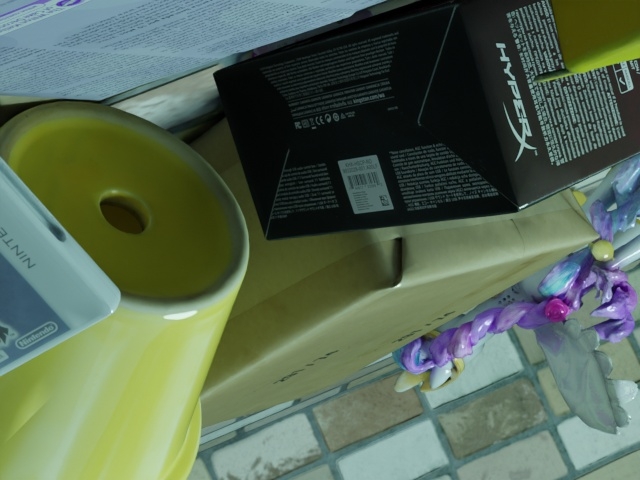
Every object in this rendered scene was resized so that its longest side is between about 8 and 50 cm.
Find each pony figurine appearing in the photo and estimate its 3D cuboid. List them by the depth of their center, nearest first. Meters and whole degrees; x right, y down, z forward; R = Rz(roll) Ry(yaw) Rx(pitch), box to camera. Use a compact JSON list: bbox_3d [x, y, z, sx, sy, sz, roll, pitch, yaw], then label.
[{"bbox_3d":[0.254,0.047,1.756,0.363,0.303,0.351,-37,180,-15],"label":"pony figurine"}]

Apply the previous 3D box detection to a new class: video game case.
[{"bbox_3d":[-0.237,0.013,0.818,0.201,0.183,0.023,-28,-153,21],"label":"video game case"}]

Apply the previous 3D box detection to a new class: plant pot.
[{"bbox_3d":[-0.166,0.054,0.973,0.254,0.254,0.239,-12,148,-46],"label":"plant pot"}]

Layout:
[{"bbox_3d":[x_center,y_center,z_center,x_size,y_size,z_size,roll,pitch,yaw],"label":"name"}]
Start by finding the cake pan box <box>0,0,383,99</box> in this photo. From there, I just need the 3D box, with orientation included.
[{"bbox_3d":[-0.085,-0.115,0.626,0.267,0.070,0.246,-14,173,35],"label":"cake pan box"}]

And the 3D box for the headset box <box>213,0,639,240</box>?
[{"bbox_3d":[0.123,-0.102,0.920,0.293,0.110,0.218,-23,-170,-35],"label":"headset box"}]

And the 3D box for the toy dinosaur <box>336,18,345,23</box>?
[{"bbox_3d":[0.073,-0.176,0.890,0.183,0.053,0.092,-20,-175,21],"label":"toy dinosaur"}]

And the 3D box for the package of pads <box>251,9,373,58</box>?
[{"bbox_3d":[-0.003,-0.115,1.010,0.083,0.032,0.050,-21,165,-16],"label":"package of pads"}]

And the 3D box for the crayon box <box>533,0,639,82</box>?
[{"bbox_3d":[0.204,-0.132,0.578,0.202,0.081,0.318,-14,180,-10],"label":"crayon box"}]

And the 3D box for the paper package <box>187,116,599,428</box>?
[{"bbox_3d":[-0.009,0.010,1.218,0.325,0.168,0.309,-34,166,36],"label":"paper package"}]
